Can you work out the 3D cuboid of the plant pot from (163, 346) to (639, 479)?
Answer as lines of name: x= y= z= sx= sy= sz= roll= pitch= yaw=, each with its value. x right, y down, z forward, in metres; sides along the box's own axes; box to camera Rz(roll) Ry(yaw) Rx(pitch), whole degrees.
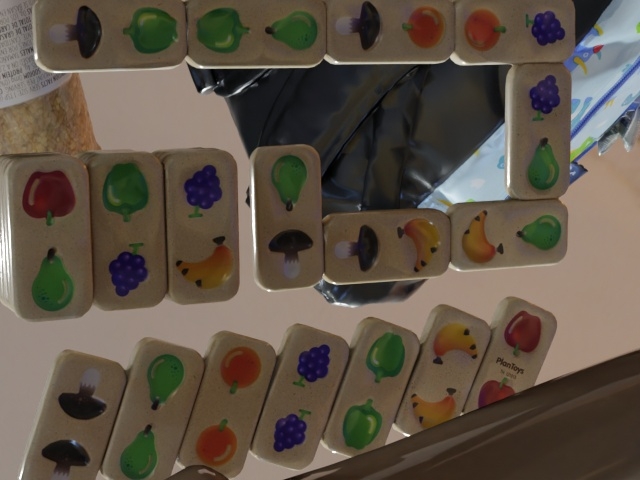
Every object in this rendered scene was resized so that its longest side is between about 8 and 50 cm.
plant pot: x=0.083 y=0.142 z=0.434 sx=0.229 sy=0.263 sz=0.263 roll=-31 pitch=-111 yaw=-12

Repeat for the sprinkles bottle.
sprinkles bottle: x=-0.239 y=-0.155 z=1.038 sx=0.121 sy=0.355 sz=0.121 roll=-8 pitch=-151 yaw=5

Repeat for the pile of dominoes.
pile of dominoes: x=0.000 y=0.000 z=0.581 sx=0.251 sy=0.040 sz=0.196 roll=-4 pitch=-82 yaw=-23

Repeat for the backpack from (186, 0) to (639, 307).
backpack: x=0.109 y=-0.169 z=0.953 sx=0.273 sy=0.355 sz=0.290 roll=-5 pitch=-125 yaw=-36
